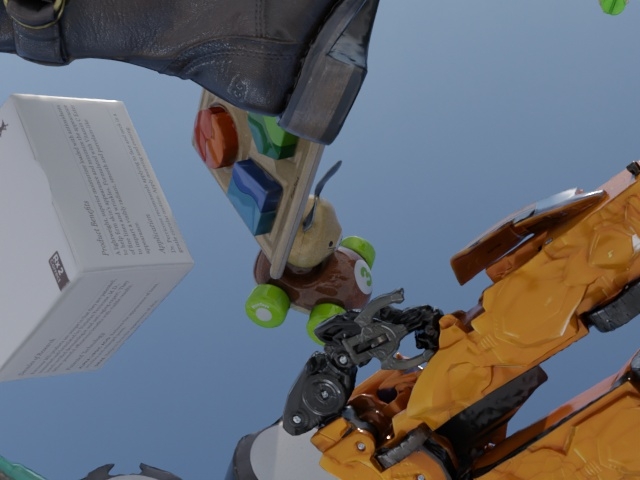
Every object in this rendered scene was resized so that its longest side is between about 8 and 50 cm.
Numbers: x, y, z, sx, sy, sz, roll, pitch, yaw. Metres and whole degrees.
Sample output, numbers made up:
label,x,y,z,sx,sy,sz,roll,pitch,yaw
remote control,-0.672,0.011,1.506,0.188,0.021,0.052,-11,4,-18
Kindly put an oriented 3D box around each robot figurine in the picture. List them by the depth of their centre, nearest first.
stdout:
label,x,y,z,sx,sy,sz,roll,pitch,yaw
robot figurine,0.120,0.088,0.681,0.291,0.085,0.211,-37,-86,26

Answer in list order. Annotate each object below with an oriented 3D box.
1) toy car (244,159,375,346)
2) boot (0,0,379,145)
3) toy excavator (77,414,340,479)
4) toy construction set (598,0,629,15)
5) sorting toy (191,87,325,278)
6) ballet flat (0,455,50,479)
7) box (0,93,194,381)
label,x,y,z,sx,sy,sz,roll,pitch,yaw
toy car,0.000,0.000,1.386,0.149,0.188,0.155,17,-137,5
boot,-0.074,-0.153,0.482,0.091,0.229,0.263,-80,-172,-49
toy excavator,-0.068,0.381,0.776,0.445,0.433,0.222,50,-43,33
toy construction set,0.353,-0.418,1.423,0.215,0.151,0.327,-18,-77,22
sorting toy,-0.058,-0.141,1.100,0.229,0.041,0.307,59,-34,34
ballet flat,-0.099,0.110,0.367,0.247,0.087,0.083,5,-124,29
box,-0.228,-0.001,1.020,0.182,0.119,0.181,-44,-119,37
